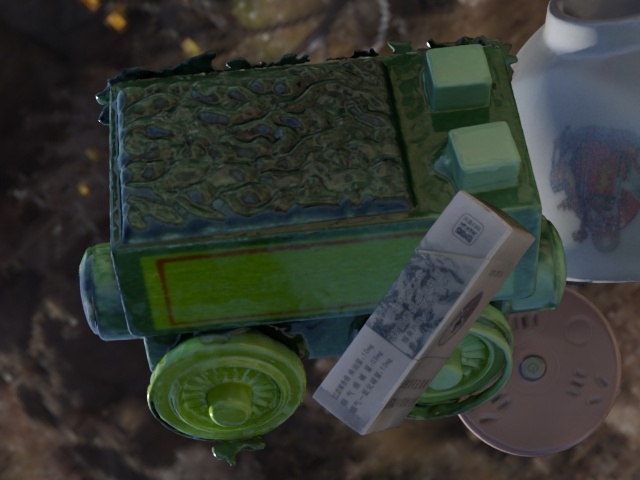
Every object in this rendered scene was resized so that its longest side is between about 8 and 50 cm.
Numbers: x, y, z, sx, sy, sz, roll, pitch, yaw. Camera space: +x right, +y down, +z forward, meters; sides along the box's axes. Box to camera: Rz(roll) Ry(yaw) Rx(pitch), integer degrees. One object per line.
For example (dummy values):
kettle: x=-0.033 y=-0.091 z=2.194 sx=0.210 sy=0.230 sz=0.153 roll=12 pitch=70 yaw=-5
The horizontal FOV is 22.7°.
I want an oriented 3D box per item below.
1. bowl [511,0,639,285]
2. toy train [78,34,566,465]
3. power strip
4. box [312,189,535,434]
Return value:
bowl: x=0.255 y=-0.120 z=1.182 sx=0.345 sy=0.346 sz=0.157 roll=-127 pitch=15 yaw=-64
toy train: x=0.000 y=0.000 z=0.873 sx=0.188 sy=0.272 sz=0.159 roll=87 pitch=177 yaw=-48
power strip: x=0.185 y=0.112 z=1.376 sx=0.154 sy=0.154 sz=0.078 roll=47 pitch=180 yaw=10
box: x=0.035 y=0.024 z=0.530 sx=0.024 sy=0.083 sz=0.054 roll=38 pitch=-173 yaw=17
